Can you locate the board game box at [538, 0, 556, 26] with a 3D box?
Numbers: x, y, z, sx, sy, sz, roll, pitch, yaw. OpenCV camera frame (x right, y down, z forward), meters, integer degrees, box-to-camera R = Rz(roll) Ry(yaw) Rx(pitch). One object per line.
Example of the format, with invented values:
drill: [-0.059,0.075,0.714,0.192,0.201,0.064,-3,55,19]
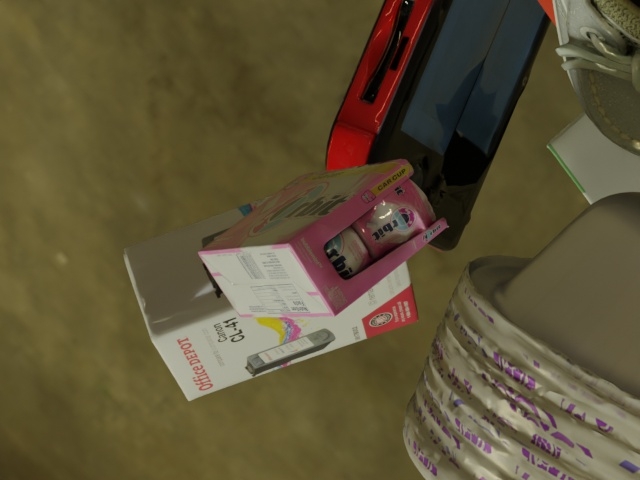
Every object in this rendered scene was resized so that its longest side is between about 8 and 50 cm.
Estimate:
board game box: [0.227,-0.256,1.268,0.064,0.242,0.316,104,146,-47]

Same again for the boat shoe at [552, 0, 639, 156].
boat shoe: [0.159,-0.134,0.793,0.118,0.103,0.320,17,148,7]

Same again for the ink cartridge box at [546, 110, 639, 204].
ink cartridge box: [0.380,-0.062,2.119,0.212,0.093,0.154,22,-150,-55]

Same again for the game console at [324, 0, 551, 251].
game console: [0.145,-0.188,1.704,0.060,0.387,0.342,23,180,25]

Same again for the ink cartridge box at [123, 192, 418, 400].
ink cartridge box: [-0.052,0.052,2.130,0.226,0.306,0.131,72,177,-64]

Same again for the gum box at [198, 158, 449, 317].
gum box: [0.000,0.000,1.294,0.062,0.107,0.188,57,159,-12]

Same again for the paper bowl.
paper bowl: [0.192,0.077,0.836,0.284,0.284,0.148,29,104,30]
